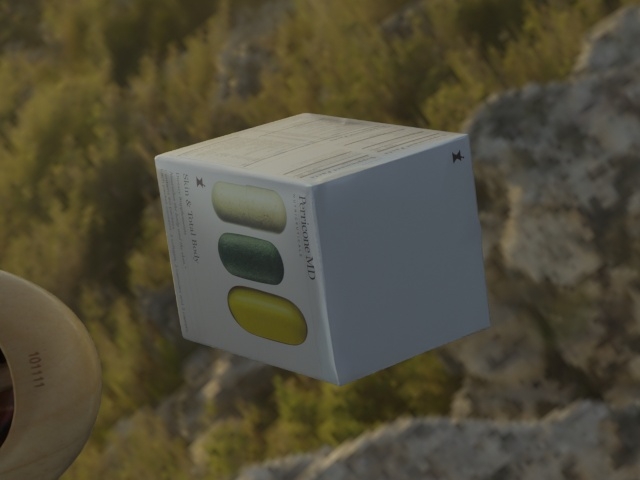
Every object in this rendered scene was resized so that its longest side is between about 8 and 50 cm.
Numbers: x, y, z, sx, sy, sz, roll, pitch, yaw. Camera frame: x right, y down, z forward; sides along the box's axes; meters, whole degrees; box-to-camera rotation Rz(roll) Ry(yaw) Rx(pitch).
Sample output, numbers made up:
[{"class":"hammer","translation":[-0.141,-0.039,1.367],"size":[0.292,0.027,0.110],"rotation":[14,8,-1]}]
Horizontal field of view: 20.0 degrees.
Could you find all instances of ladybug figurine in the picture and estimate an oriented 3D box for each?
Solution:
[{"class":"ladybug figurine","translation":[-0.447,0.178,2.014],"size":[0.449,0.305,0.162],"rotation":[-11,0,10]}]

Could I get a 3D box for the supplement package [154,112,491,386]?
[{"class":"supplement package","translation":[0.000,0.000,1.782],"size":[0.198,0.199,0.263],"rotation":[-19,19,-35]}]
